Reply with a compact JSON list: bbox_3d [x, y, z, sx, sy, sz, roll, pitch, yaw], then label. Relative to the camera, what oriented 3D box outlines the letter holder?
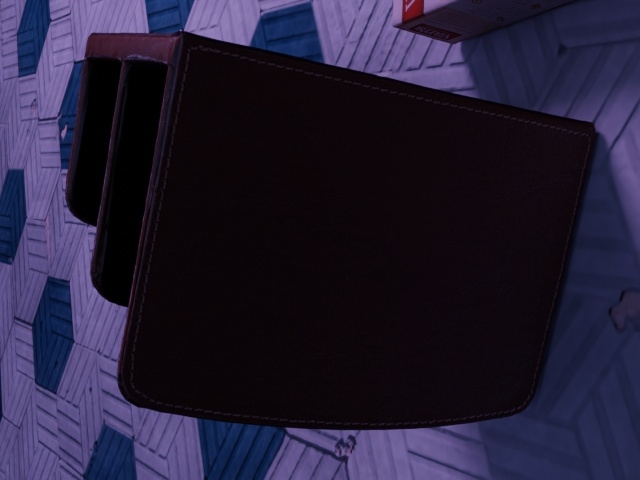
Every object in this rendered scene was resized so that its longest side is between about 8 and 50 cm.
[{"bbox_3d":[0.000,0.000,0.692,0.152,0.302,0.214,18,100,58],"label":"letter holder"}]

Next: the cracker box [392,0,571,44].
[{"bbox_3d":[0.143,-0.241,0.733,0.232,0.067,0.155,-9,75,58],"label":"cracker box"}]
